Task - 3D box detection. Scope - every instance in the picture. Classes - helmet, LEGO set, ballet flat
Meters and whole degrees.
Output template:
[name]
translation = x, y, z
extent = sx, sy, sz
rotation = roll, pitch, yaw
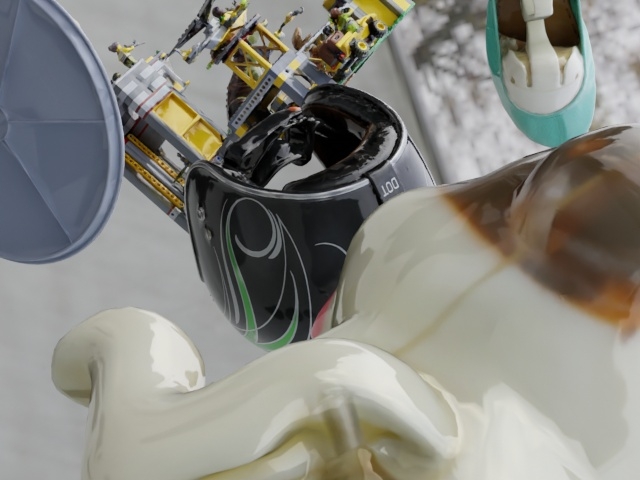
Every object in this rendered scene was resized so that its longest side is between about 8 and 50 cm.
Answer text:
[helmet]
translation = 0.000, 0.000, 1.031
extent = 0.169, 0.169, 0.161
rotation = -108, -173, -54
[LEGO set]
translation = -0.085, -0.170, 1.539
extent = 0.192, 0.255, 0.331
rotation = 42, -33, -2
[ballet flat]
translation = 0.165, -0.170, 1.248
extent = 0.087, 0.083, 0.247
rotation = -76, 157, -62

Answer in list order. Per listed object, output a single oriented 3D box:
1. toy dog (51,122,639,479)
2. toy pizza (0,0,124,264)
[toy dog]
translation = 0.052, 0.136, 0.632
extent = 0.408, 0.395, 0.284
rotation = -63, 141, -27
[toy pizza]
translation = -0.203, -0.081, 1.053
extent = 0.032, 0.201, 0.201
rotation = -32, 108, -52
